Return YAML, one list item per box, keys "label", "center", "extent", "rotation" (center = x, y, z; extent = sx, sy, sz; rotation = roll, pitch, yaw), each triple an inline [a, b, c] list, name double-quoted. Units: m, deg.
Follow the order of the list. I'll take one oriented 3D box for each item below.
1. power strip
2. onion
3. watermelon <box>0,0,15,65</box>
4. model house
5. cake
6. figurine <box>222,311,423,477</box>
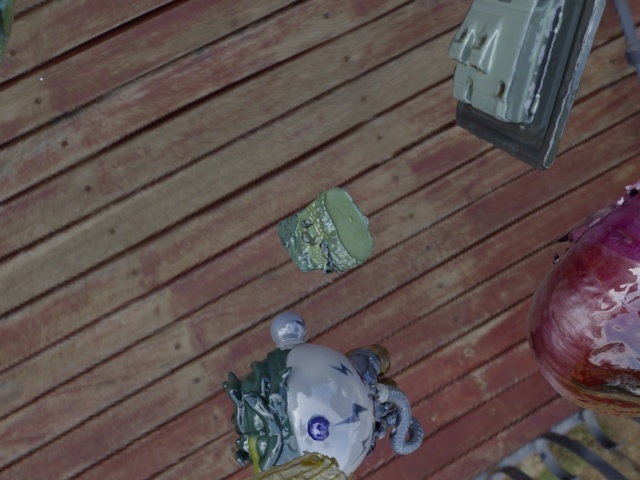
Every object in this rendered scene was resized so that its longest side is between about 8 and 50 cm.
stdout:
- label: "power strip"
  center: [0.247, -0.247, 1.114]
  extent: [0.092, 0.257, 0.251]
  rotation: [12, 107, -23]
- label: "onion"
  center: [0.396, 0.077, 0.868]
  extent: [0.348, 0.285, 0.347]
  rotation: [-18, 143, -14]
- label: "watermelon"
  center: [-0.289, -0.170, 0.541]
  extent: [0.180, 0.305, 0.224]
  rotation: [22, 137, 3]
- label: "model house"
  center: [0.000, 0.000, 0.834]
  extent: [0.066, 0.083, 0.078]
  rotation: [-20, 83, -56]
- label: "cake"
  center: [-0.051, 0.275, 0.795]
  extent: [0.185, 0.080, 0.116]
  rotation: [-5, 111, -53]
- label: "figurine"
  center: [0.000, 0.221, 1.160]
  extent: [0.186, 0.382, 0.261]
  rotation: [-30, 81, 17]
